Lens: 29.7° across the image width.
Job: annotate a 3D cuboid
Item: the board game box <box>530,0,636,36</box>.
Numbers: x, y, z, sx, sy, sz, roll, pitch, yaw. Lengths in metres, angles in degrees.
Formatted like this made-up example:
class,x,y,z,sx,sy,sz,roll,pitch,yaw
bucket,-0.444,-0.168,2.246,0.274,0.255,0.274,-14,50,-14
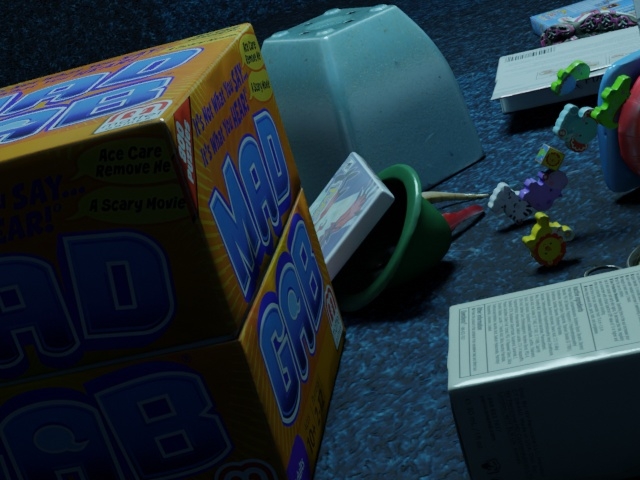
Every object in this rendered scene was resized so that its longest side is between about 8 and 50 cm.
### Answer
class,x,y,z,sx,sy,sz,roll,pitch,yaw
board game box,0.521,-0.429,2.289,0.211,0.039,0.160,-16,19,0

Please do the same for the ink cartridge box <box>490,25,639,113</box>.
class,x,y,z,sx,sy,sz,roll,pitch,yaw
ink cartridge box,0.420,-0.257,1.865,0.296,0.066,0.261,-11,20,17

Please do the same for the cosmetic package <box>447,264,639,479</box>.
class,x,y,z,sx,sy,sz,roll,pitch,yaw
cosmetic package,0.262,0.097,0.958,0.309,0.113,0.160,-12,20,12

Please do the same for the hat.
class,x,y,z,sx,sy,sz,roll,pitch,yaw
hat,0.134,0.018,1.410,0.173,0.183,0.208,-2,65,63

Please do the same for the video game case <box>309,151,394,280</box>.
class,x,y,z,sx,sy,sz,roll,pitch,yaw
video game case,0.000,0.000,1.406,0.201,0.023,0.183,-52,18,8

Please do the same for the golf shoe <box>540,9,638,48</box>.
class,x,y,z,sx,sy,sz,roll,pitch,yaw
golf shoe,0.485,-0.375,2.130,0.186,0.067,0.086,0,24,40

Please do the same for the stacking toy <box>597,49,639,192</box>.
class,x,y,z,sx,sy,sz,roll,pitch,yaw
stacking toy,0.462,-0.107,1.331,0.165,0.175,0.302,-23,31,-21

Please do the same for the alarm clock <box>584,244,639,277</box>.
class,x,y,z,sx,sy,sz,roll,pitch,yaw
alarm clock,0.340,0.035,1.137,0.192,0.064,0.129,2,27,37

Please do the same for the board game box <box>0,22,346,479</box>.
class,x,y,z,sx,sy,sz,roll,pitch,yaw
board game box,-0.208,0.046,1.119,0.356,0.356,0.356,-13,20,12

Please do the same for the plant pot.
class,x,y,z,sx,sy,sz,roll,pitch,yaw
plant pot,0.044,-0.197,1.730,0.248,0.252,0.247,-29,22,-33

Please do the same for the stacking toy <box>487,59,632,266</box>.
class,x,y,z,sx,sy,sz,roll,pitch,yaw
stacking toy,0.276,-0.094,1.368,0.052,0.221,0.167,23,13,-14

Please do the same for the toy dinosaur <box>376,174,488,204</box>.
class,x,y,z,sx,sy,sz,roll,pitch,yaw
toy dinosaur,0.100,-0.041,1.565,0.211,0.112,0.064,-30,-19,-32

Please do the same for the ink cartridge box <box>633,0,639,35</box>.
class,x,y,z,sx,sy,sz,roll,pitch,yaw
ink cartridge box,0.502,-0.259,1.472,0.117,0.283,0.207,-26,22,-25
